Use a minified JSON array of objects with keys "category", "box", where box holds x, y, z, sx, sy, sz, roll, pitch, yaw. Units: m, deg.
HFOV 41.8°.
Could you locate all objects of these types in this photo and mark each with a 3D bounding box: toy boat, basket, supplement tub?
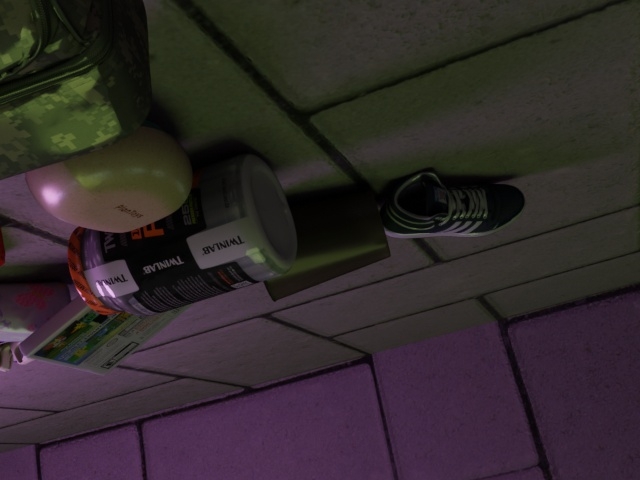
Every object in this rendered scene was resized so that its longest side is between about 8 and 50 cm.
[{"category":"toy boat","box":[-0.335,-0.081,1.084,0.318,0.148,0.267,-21,166,3]},{"category":"basket","box":[0.000,0.000,1.502,0.227,0.154,0.204,-17,153,2]},{"category":"supplement tub","box":[-0.212,0.001,1.286,0.316,0.193,0.193,-18,161,16]}]

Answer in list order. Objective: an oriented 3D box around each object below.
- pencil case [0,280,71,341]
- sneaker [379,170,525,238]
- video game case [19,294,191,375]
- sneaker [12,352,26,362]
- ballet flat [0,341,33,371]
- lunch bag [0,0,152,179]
[{"category":"pencil case","box":[-0.603,0.141,1.566,0.273,0.124,0.113,-4,147,-28]},{"category":"sneaker","box":[0.250,-0.068,1.529,0.282,0.099,0.153,-8,164,-4]},{"category":"video game case","box":[-0.371,0.132,1.622,0.329,0.036,0.300,-39,160,1]},{"category":"sneaker","box":[-0.705,0.246,1.953,0.058,0.052,0.135,11,145,-31]},{"category":"ballet flat","box":[-0.678,0.228,1.825,0.280,0.096,0.095,-19,162,21]},{"category":"lunch bag","box":[-0.318,-0.186,0.661,0.305,0.212,0.256,-15,145,6]}]
